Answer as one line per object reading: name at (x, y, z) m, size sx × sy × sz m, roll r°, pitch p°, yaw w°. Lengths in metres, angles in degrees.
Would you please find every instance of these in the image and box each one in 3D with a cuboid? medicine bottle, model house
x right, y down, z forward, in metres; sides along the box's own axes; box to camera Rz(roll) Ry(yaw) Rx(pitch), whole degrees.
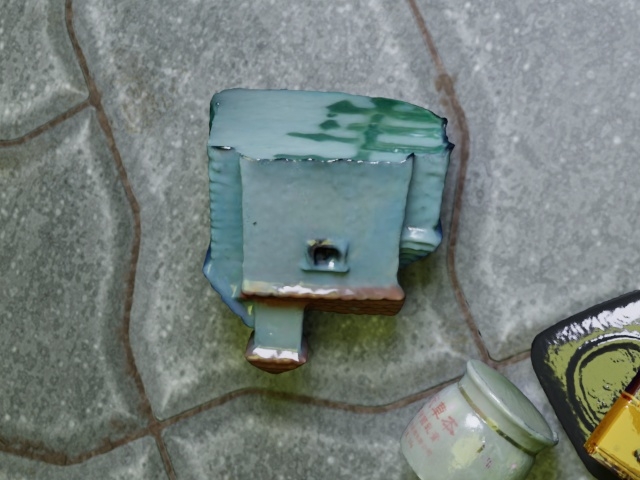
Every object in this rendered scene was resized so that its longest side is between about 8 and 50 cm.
medicine bottle at (0.189, 0.235, 1.119) m, size 0.147 × 0.147 × 0.143 m, roll 43°, pitch 102°, yaw 17°
model house at (0.000, 0.000, 1.184) m, size 0.295 × 0.251 × 0.329 m, roll 2°, pitch 113°, yaw -2°

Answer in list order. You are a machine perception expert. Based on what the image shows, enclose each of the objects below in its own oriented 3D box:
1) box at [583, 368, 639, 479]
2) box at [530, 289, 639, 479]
box at (0.424, 0.184, 1.034) m, size 0.152 × 0.070 × 0.237 m, roll 36°, pitch 90°, yaw 9°
box at (0.372, 0.173, 1.106) m, size 0.201 × 0.042 × 0.212 m, roll -28°, pitch 79°, yaw 18°
